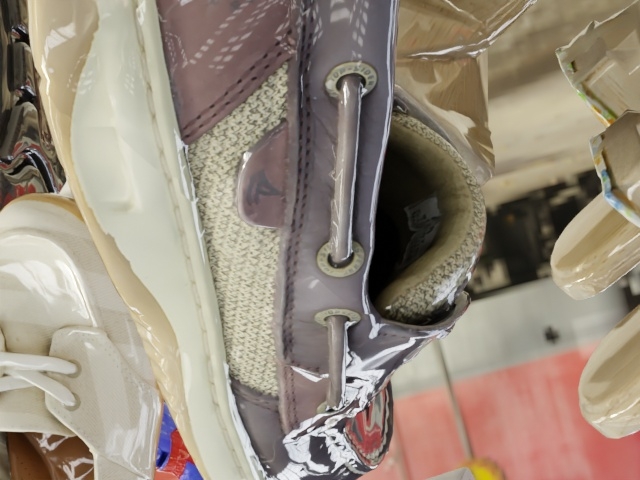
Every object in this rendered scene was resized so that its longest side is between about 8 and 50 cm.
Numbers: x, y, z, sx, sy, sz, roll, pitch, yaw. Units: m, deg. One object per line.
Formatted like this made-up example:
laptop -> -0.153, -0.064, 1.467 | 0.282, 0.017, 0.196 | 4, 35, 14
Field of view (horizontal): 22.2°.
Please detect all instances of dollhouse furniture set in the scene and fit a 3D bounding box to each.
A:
dollhouse furniture set -> 0.006, -0.110, 0.780 | 0.256, 0.362, 0.394 | -44, -166, 19

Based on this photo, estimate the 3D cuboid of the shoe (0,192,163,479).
shoe -> -0.102, 0.091, 0.648 | 0.076, 0.219, 0.058 | -2, -169, 9

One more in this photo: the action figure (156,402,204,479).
action figure -> -0.104, 0.112, 1.040 | 0.280, 0.091, 0.139 | 29, 149, -18

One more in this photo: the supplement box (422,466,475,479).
supplement box -> 0.099, 0.275, 0.988 | 0.073, 0.239, 0.130 | -23, -169, 27

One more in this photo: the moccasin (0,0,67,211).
moccasin -> -0.234, -0.075, 0.941 | 0.147, 0.380, 0.139 | -9, 169, 9

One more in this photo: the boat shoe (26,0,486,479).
boat shoe -> 0.000, 0.000, 0.453 | 0.092, 0.103, 0.285 | -5, 148, 9
